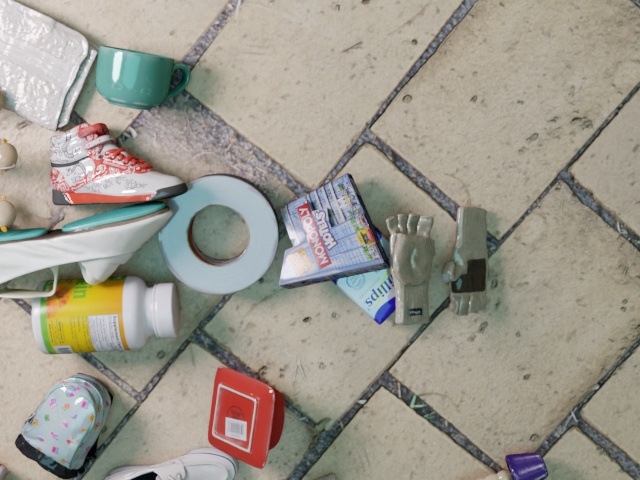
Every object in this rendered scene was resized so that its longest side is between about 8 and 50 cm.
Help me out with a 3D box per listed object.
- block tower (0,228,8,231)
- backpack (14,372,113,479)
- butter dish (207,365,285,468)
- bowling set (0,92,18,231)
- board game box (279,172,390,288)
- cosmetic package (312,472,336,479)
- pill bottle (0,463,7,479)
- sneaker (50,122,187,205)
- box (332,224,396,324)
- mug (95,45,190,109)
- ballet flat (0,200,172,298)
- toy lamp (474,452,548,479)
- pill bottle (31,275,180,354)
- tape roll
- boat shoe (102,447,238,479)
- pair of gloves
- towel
[{"bbox_3d":[-0.729,0.032,1.670,0.335,0.091,0.097,-5,99,-1],"label":"block tower"},{"bbox_3d":[-0.469,0.341,1.709,0.152,0.115,0.182,33,94,-3],"label":"backpack"},{"bbox_3d":[-0.121,0.326,1.719,0.160,0.118,0.159,14,98,39],"label":"butter dish"},{"bbox_3d":[-0.622,-0.125,1.630,0.154,0.200,0.287,2,72,-19],"label":"bowling set"},{"bbox_3d":[0.000,0.000,1.652,0.194,0.060,0.194,-27,72,12],"label":"board game box"},{"bbox_3d":[-0.060,0.551,1.764,0.231,0.085,0.117,-20,98,0],"label":"cosmetic package"},{"bbox_3d":[-0.712,0.433,1.713,0.216,0.121,0.121,29,97,-5],"label":"pill bottle"},{"bbox_3d":[-0.367,-0.139,1.623,0.270,0.090,0.145,-1,96,22],"label":"sneaker"},{"bbox_3d":[0.103,0.062,1.702,0.137,0.072,0.126,42,96,-7],"label":"box"},{"bbox_3d":[-0.317,-0.282,1.614,0.158,0.129,0.097,10,101,-3],"label":"mug"},{"bbox_3d":[-0.450,0.026,1.600,0.400,0.139,0.139,-11,98,-8],"label":"ballet flat"},{"bbox_3d":[0.301,0.475,1.765,0.275,0.080,0.080,-18,98,4],"label":"toy lamp"},{"bbox_3d":[-0.386,0.134,1.669,0.246,0.136,0.136,-3,98,-1],"label":"pill bottle"},{"bbox_3d":[-0.185,-0.013,1.685,0.219,0.072,0.219,0,97,-1],"label":"tape roll"},{"bbox_3d":[-0.291,0.461,1.742,0.268,0.088,0.096,-5,98,0],"label":"boat shoe"},{"bbox_3d":[0.218,0.044,1.668,0.240,0.042,0.204,-7,95,-35],"label":"pair of gloves"},{"bbox_3d":[-0.556,-0.331,1.643,0.282,0.049,0.187,24,96,-4],"label":"towel"}]
